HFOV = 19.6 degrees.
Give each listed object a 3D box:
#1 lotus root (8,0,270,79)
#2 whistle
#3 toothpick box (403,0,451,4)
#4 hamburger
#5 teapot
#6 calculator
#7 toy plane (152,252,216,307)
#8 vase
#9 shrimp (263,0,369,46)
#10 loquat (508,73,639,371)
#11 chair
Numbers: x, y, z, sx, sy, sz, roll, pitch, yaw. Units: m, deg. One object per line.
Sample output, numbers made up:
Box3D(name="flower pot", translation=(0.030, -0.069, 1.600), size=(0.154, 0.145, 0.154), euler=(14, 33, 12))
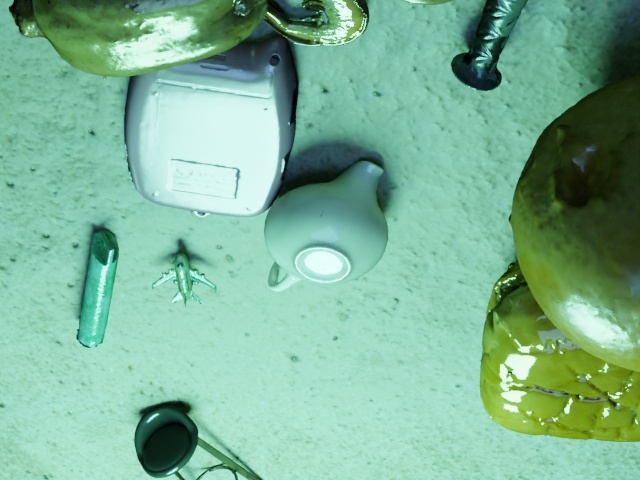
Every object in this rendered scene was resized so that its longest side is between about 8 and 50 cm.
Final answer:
Box3D(name="lotus root", translation=(-0.182, -0.250, 1.888), size=(0.284, 0.146, 0.160), euler=(-6, 125, 16))
Box3D(name="whistle", translation=(-0.277, 0.061, 2.303), size=(0.039, 0.039, 0.186), euler=(11, 137, -4))
Box3D(name="toothpick box", translation=(0.081, -0.449, 1.461), size=(0.409, 0.409, 0.425), euler=(3, 142, 4))
Box3D(name="hamburger", translation=(0.337, 0.135, 2.215), size=(0.318, 0.158, 0.318), euler=(4, 138, 4))
Box3D(name="teapot", translation=(0.000, 0.000, 2.169), size=(0.145, 0.092, 0.226), euler=(30, 135, -22))
Box3D(name="calculator", translation=(-0.126, -0.121, 2.088), size=(0.194, 0.043, 0.294), euler=(8, 138, -2))
Box3D(name="toy plane", translation=(-0.167, 0.045, 2.275), size=(0.080, 0.033, 0.083), euler=(2, 129, 6))
Box3D(name="vase", translation=(0.185, -0.231, 1.921), size=(0.059, 0.059, 0.167), euler=(13, 136, -6))
Box3D(name="shrimp", translation=(-0.022, -0.268, 1.931), size=(0.124, 0.034, 0.178), euler=(-7, 140, 23))
Box3D(name="loquat", translation=(0.362, -0.015, 1.942), size=(0.328, 0.328, 0.328), euler=(4, 136, 4))
Box3D(name="chair", translation=(-0.166, 0.323, 2.520), size=(0.104, 0.095, 0.221), euler=(-26, 127, 16))
